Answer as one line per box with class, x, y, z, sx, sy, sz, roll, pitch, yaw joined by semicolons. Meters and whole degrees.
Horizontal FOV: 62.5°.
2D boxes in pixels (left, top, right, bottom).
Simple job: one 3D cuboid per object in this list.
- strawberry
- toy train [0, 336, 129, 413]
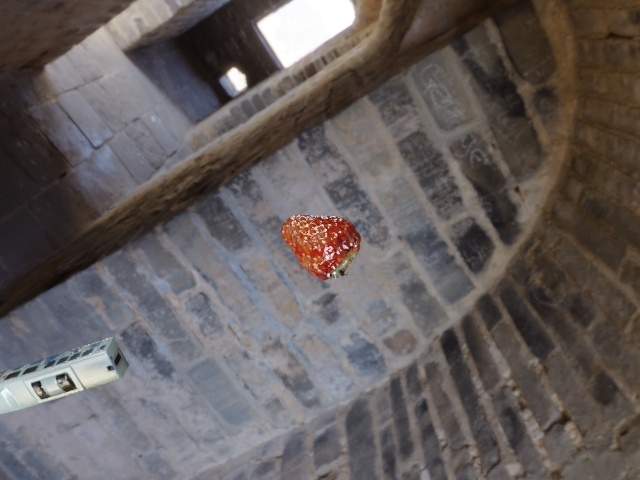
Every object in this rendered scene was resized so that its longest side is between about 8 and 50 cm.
strawberry;0.000;0.000;0.535;0.083;0.073;0.073;41;8;13
toy train;-0.331;0.166;0.616;0.047;0.208;0.043;-94;166;-66
